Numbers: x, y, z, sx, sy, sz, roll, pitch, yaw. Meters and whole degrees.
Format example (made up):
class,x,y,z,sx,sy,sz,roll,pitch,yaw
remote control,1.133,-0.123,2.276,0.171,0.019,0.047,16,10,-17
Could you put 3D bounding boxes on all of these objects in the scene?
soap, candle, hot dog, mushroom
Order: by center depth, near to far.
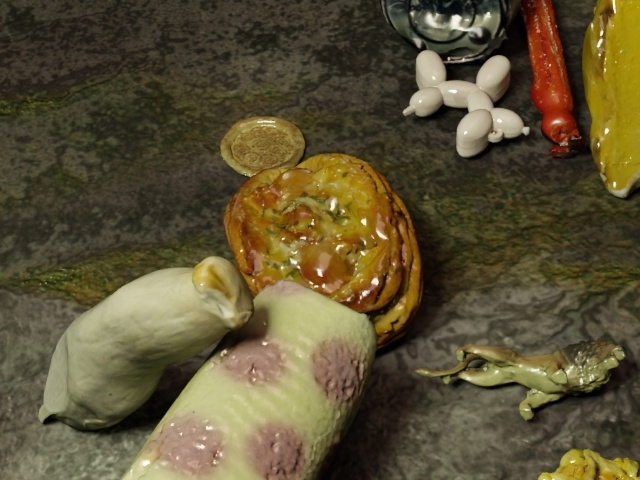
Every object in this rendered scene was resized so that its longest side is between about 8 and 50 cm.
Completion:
class,x,y,z,sx,sy,sz,roll,pitch,yaw
mushroom,-0.181,0.101,1.086,0.109,0.351,0.097,32,52,-17
hot dog,0.000,0.000,1.257,0.196,0.122,0.272,-20,53,-5
soap,0.397,-0.270,1.318,0.169,0.338,0.304,0,48,6
candle,0.298,-0.235,1.487,0.051,0.048,0.329,7,48,-9
candle,0.215,-0.401,1.544,0.188,0.187,0.330,17,51,17

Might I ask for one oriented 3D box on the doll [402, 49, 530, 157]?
class,x,y,z,sx,sy,sz,roll,pitch,yaw
doll,0.188,-0.173,1.432,0.161,0.059,0.160,7,51,9

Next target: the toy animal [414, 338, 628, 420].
class,x,y,z,sx,sy,sz,roll,pitch,yaw
toy animal,0.207,0.140,1.163,0.220,0.069,0.086,1,28,-2

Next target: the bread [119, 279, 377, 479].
class,x,y,z,sx,sy,sz,roll,pitch,yaw
bread,-0.081,0.209,1.042,0.155,0.187,0.338,31,55,5

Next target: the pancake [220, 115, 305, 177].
class,x,y,z,sx,sy,sz,roll,pitch,yaw
pancake,-0.074,-0.119,1.433,0.115,0.011,0.114,-3,49,3

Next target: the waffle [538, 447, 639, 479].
class,x,y,z,sx,sy,sz,roll,pitch,yaw
waffle,0.280,0.302,0.990,0.291,0.051,0.291,11,42,-10
